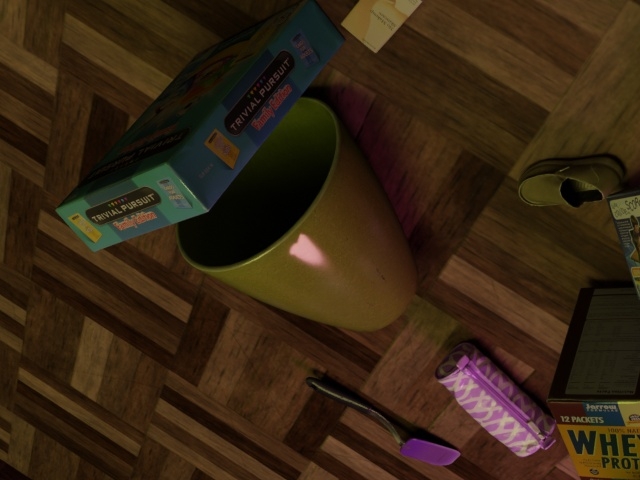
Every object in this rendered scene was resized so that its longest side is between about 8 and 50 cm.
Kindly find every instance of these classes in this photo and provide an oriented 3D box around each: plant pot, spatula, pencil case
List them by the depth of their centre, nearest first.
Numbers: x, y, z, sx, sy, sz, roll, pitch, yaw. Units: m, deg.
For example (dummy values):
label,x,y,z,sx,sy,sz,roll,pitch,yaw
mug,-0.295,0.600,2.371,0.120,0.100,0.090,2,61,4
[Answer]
label,x,y,z,sx,sy,sz,roll,pitch,yaw
plant pot,0.000,0.000,1.648,0.275,0.274,0.293,-5,144,42
pencil case,0.268,0.246,1.831,0.206,0.086,0.088,41,178,-11
spatula,0.103,0.317,2.099,0.296,0.030,0.084,32,147,4

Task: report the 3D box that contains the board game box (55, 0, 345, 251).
label,x,y,z,sx,sy,sz,roll,pitch,yaw
board game box,-0.150,-0.146,1.502,0.254,0.336,0.079,-16,120,47

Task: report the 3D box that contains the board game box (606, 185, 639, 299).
label,x,y,z,sx,sy,sz,roll,pitch,yaw
board game box,0.402,-0.001,1.362,0.201,0.035,0.136,170,82,-78

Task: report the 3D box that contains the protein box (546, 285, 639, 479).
label,x,y,z,sx,sy,sz,roll,pitch,yaw
protein box,0.406,0.198,1.553,0.136,0.201,0.199,-4,130,32

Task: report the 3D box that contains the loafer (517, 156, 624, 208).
label,x,y,z,sx,sy,sz,roll,pitch,yaw
loafer,0.300,-0.068,1.475,0.148,0.050,0.056,-14,122,47

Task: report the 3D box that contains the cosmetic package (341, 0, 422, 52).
label,x,y,z,sx,sy,sz,roll,pitch,yaw
cosmetic package,0.079,-0.280,1.417,0.060,0.041,0.115,38,144,-5
